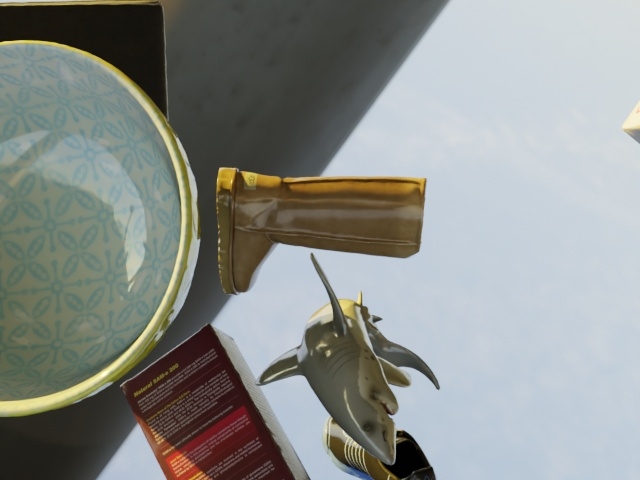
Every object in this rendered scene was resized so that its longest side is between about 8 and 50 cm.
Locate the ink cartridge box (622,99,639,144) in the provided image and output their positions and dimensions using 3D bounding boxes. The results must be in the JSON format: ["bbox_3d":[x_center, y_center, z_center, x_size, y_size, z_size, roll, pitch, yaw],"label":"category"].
[{"bbox_3d":[0.520,-0.155,1.586,0.197,0.198,0.270,37,175,-10],"label":"ink cartridge box"}]

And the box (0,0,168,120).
[{"bbox_3d":[-0.310,-0.114,1.519,0.212,0.293,0.395,-5,-170,-19],"label":"box"}]

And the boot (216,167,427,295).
[{"bbox_3d":[0.000,0.000,1.850,0.270,0.236,0.089,4,-127,3],"label":"boot"}]

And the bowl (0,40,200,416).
[{"bbox_3d":[-0.219,-0.003,1.115,0.289,0.289,0.156,44,-176,14],"label":"bowl"}]

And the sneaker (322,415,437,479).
[{"bbox_3d":[0.077,0.265,1.751,0.081,0.090,0.232,-15,-148,-28],"label":"sneaker"}]

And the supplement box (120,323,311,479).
[{"bbox_3d":[-0.110,0.227,1.535,0.239,0.130,0.073,59,-171,27],"label":"supplement box"}]

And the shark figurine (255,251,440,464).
[{"bbox_3d":[0.005,0.099,1.165,0.166,0.116,0.278,59,-172,0],"label":"shark figurine"}]
